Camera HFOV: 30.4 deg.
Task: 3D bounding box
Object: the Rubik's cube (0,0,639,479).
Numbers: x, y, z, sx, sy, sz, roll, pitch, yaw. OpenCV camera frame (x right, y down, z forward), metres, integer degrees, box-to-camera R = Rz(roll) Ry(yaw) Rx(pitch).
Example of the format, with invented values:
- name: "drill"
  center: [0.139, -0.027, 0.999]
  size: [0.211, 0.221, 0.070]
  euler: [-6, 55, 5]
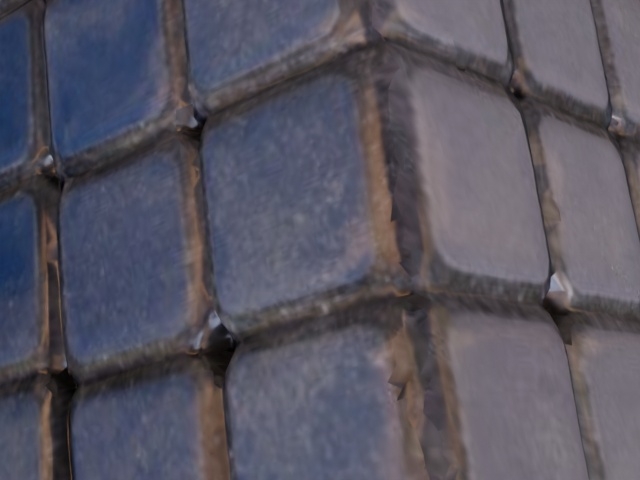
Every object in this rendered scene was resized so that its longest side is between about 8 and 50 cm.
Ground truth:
- name: "Rubik's cube"
  center: [0.000, 0.000, 0.577]
  size: [0.337, 0.344, 0.344]
  euler: [-18, 162, 37]
